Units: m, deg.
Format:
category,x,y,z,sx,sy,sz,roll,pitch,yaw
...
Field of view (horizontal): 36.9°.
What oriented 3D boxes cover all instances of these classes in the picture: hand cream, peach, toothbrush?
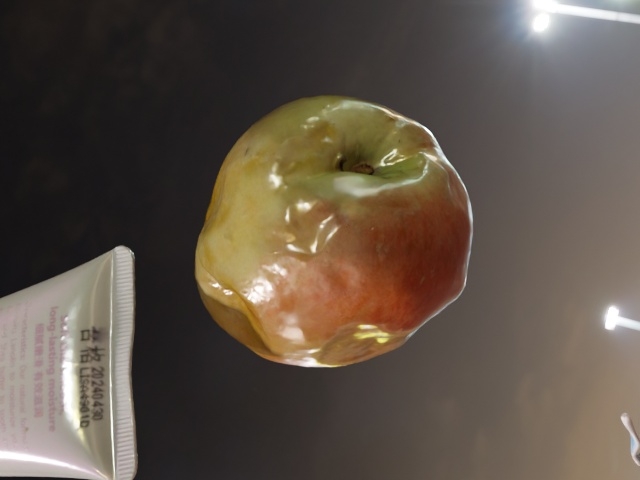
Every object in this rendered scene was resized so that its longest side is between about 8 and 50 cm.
category,x,y,z,sx,sy,sz,roll,pitch,yaw
hand cream,-0.292,0.128,0.820,0.118,0.358,0.186,27,-125,-55
peach,0.000,0.000,0.775,0.214,0.214,0.235,-49,-1,-45
toothbrush,0.366,0.235,1.124,0.017,0.014,0.162,-41,-38,-1
